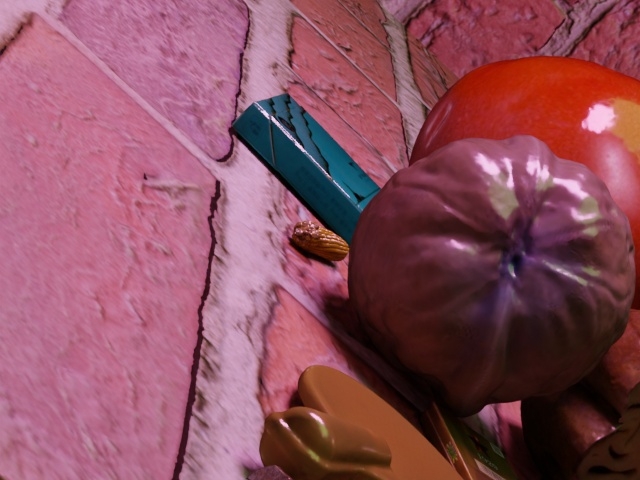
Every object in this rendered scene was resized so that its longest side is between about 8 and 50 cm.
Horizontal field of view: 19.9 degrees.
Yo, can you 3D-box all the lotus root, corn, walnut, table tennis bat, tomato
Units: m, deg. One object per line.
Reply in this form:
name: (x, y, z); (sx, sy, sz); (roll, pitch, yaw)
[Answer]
lotus root: (0.263, 0.142, 1.679); (0.180, 0.188, 0.199); (45, -27, 43)
corn: (0.000, 0.000, 1.665); (0.083, 0.028, 0.027); (25, 45, -57)
walnut: (0.145, 0.029, 1.569); (0.248, 0.248, 0.248); (42, 13, -12)
table tennis bat: (0.040, 0.154, 1.280); (0.198, 0.050, 0.321); (49, 10, 22)
tomato: (0.242, -0.037, 1.962); (0.341, 0.273, 0.341); (26, -34, 19)

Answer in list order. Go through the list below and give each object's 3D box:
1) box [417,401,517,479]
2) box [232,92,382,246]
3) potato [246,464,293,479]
box: (0.133, 0.196, 1.488); (0.090, 0.023, 0.133); (39, 14, -32)
box: (0.017, -0.055, 1.853); (0.226, 0.042, 0.161); (46, 12, 2)
potato: (-0.016, 0.164, 1.096); (0.037, 0.036, 0.093); (36, 15, -21)
